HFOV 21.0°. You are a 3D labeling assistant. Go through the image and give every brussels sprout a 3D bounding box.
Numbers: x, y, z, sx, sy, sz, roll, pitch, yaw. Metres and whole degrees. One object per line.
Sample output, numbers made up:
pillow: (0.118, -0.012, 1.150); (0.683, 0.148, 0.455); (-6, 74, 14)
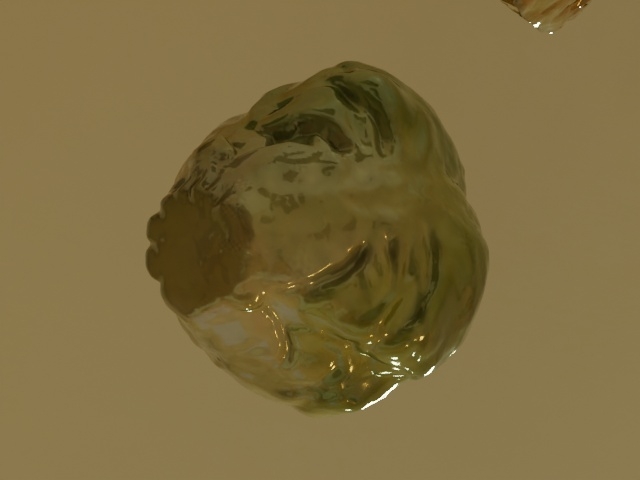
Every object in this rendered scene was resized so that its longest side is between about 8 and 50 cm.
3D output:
brussels sprout: (0.007, 0.009, 1.439); (0.243, 0.316, 0.273); (1, -61, 40)

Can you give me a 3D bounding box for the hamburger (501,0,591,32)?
hamburger: (0.067, -0.255, 0.983); (0.283, 0.259, 0.144); (43, -78, 20)
